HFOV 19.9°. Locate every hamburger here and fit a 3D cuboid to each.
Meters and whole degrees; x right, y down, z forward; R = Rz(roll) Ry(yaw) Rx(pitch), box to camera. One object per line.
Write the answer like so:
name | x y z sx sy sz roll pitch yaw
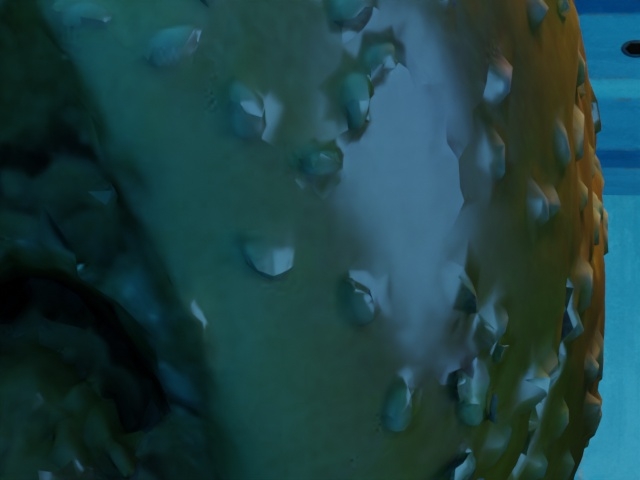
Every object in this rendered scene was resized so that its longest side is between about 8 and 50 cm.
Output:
hamburger | -0.041 0.040 0.609 0.445 0.268 0.287 62 31 -72
